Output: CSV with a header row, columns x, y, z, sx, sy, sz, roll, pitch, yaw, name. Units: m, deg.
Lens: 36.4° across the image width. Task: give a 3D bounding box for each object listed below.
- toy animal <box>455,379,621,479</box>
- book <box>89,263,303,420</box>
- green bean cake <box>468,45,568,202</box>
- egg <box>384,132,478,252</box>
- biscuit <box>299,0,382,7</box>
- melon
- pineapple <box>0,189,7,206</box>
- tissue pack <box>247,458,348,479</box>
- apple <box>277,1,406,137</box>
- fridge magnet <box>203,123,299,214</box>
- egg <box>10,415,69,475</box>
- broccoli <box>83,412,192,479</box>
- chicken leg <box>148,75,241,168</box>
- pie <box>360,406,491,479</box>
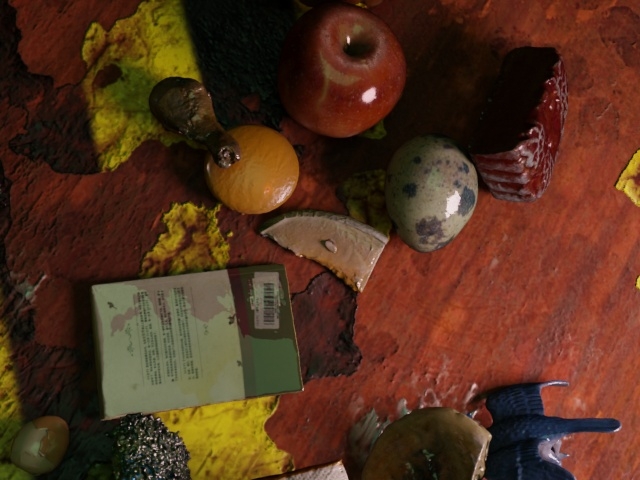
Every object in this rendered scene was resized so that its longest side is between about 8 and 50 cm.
x,y,z,sx,sy,sz,roll,pitch,yaw,name
0.284,0.279,1.372,0.255,0.239,0.176,-32,114,24,toy animal
-0.179,0.142,1.401,0.290,0.026,0.201,-5,75,-10,book
0.309,-0.185,1.476,0.097,0.198,0.232,9,68,26,green bean cake
0.165,-0.071,1.459,0.141,0.141,0.181,7,83,-7,egg
0.023,-0.513,1.574,0.326,0.107,0.325,2,73,-5,biscuit
0.006,-0.006,1.469,0.182,0.054,0.098,30,88,0,melon
-0.571,-0.060,1.364,0.251,0.125,0.125,-6,76,-21,pineapple
-0.071,0.379,1.273,0.226,0.183,0.092,-13,49,-13,tissue pack
0.027,-0.253,1.479,0.201,0.162,0.201,7,64,-14,apple
-0.104,-0.107,1.463,0.143,0.063,0.143,2,74,-6,fridge magnet
-0.376,0.274,1.312,0.071,0.071,0.083,30,69,0,egg
-0.247,0.317,1.295,0.160,0.167,0.154,3,56,31,broccoli
-0.182,-0.177,1.439,0.085,0.069,0.198,-36,61,-15,chicken leg
0.140,0.334,1.344,0.185,0.052,0.218,7,81,39,pie
